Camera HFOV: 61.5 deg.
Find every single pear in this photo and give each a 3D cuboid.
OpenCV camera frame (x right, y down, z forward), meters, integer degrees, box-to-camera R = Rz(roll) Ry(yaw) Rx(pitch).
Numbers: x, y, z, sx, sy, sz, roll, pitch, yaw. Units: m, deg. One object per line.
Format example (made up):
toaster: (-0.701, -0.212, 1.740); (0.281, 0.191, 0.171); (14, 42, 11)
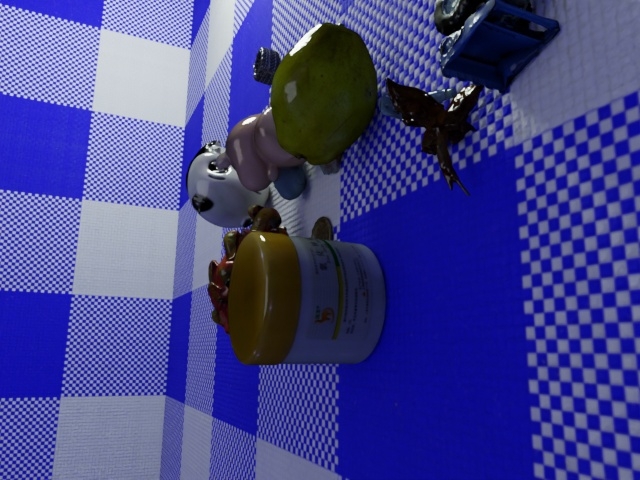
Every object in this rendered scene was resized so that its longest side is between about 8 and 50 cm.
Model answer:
pear: (0.006, -0.281, 1.044); (0.212, 0.212, 0.269); (47, 122, 59)

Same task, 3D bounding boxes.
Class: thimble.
thimble: (-0.166, -0.534, 1.655); (0.095, 0.066, 0.104); (129, 143, -48)

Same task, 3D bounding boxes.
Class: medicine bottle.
medicine bottle: (-0.032, 0.109, 1.000); (0.238, 0.232, 0.237); (-175, 90, -66)

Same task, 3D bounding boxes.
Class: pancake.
pancake: (0.001, 0.000, 1.219); (0.115, 0.011, 0.114); (-174, 90, -68)

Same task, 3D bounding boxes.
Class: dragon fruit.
dragon fruit: (-0.150, 0.082, 1.299); (0.307, 0.228, 0.243); (-64, 30, 10)

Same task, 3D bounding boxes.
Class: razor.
razor: (0.165, -0.226, 0.876); (0.135, 0.068, 0.040); (3, 89, 54)

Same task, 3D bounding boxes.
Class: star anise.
star anise: (0.162, -0.144, 0.777); (0.141, 0.158, 0.144); (10, 63, 33)

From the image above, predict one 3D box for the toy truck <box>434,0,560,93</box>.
toy truck: (0.224, -0.305, 0.683); (0.126, 0.113, 0.208); (-5, 81, 64)

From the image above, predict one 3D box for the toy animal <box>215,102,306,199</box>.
toy animal: (-0.118, -0.235, 1.306); (0.229, 0.210, 0.221); (40, 137, 21)

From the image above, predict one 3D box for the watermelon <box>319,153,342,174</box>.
watermelon: (0.019, -0.239, 1.197); (0.094, 0.081, 0.180); (0, 89, 40)

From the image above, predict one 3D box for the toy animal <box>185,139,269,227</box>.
toy animal: (-0.281, -0.153, 1.608); (0.310, 0.251, 0.250); (-113, 36, -64)

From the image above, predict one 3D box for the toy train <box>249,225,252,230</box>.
toy train: (-0.169, 0.017, 1.524); (0.099, 0.070, 0.172); (-65, 28, 21)
